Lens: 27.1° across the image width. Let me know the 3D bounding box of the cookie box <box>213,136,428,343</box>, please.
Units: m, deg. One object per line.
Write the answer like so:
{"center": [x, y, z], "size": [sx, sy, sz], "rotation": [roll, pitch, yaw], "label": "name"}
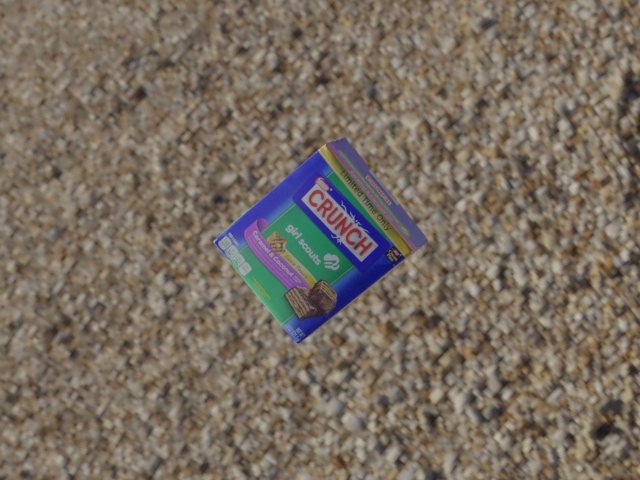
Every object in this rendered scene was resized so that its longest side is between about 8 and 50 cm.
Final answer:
{"center": [0.000, 0.000, 0.877], "size": [0.107, 0.040, 0.092], "rotation": [-40, 88, 22], "label": "cookie box"}
